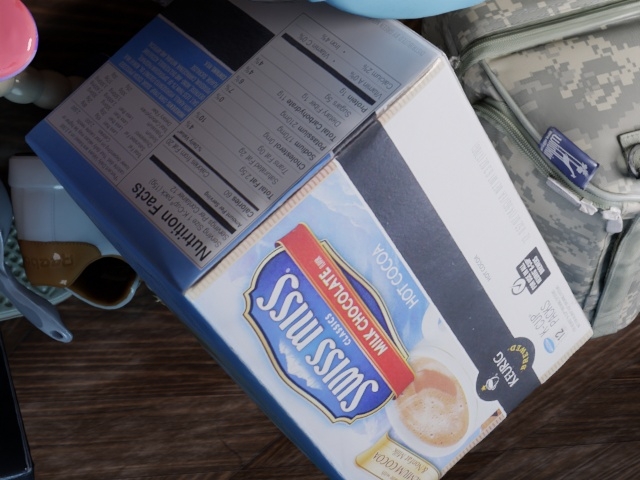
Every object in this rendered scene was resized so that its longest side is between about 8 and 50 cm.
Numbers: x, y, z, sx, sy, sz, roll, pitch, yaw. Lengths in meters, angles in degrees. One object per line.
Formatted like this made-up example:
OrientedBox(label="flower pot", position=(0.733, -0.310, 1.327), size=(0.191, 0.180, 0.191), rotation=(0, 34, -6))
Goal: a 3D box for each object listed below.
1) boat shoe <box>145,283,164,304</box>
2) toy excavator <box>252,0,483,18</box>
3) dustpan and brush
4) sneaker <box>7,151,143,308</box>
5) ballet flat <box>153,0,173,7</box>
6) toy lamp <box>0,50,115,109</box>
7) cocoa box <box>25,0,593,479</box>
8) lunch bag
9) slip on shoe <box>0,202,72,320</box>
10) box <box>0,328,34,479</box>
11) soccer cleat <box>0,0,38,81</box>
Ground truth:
OrientedBox(label="boat shoe", position=(-0.141, 0.032, 1.572), size=(0.059, 0.063, 0.170), rotation=(-12, 145, -7))
OrientedBox(label="toy excavator", position=(0.120, -0.243, 1.031), size=(0.433, 0.222, 0.445), rotation=(-15, 165, -2))
OrientedBox(label="dustpan and brush", position=(-0.270, 0.000, 1.269), size=(0.211, 0.060, 0.147), rotation=(37, 133, -14))
OrientedBox(label="sneaker", position=(-0.163, -0.010, 1.321), size=(0.106, 0.123, 0.290), rotation=(0, -177, 23))
OrientedBox(label="ballet flat", position=(-0.100, -0.204, 1.135), size=(0.041, 0.041, 0.114), rotation=(-3, 150, -30))
OrientedBox(label="toy lamp", position=(-0.223, -0.114, 1.187), size=(0.274, 0.080, 0.080), rotation=(7, 145, -44))
OrientedBox(label="cocoa box", position=(0.000, 0.000, 1.185), size=(0.228, 0.231, 0.347), rotation=(-43, 138, -7))
OrientedBox(label="lunch bag", position=(0.207, -0.079, 1.337), size=(0.212, 0.256, 0.305), rotation=(-15, 155, -7))
OrientedBox(label="slip on shoe", position=(-0.356, 0.032, 1.370), size=(0.331, 0.123, 0.101), rotation=(-10, -176, -6))
OrientedBox(label="box", position=(-0.442, 0.234, 1.601), size=(0.293, 0.212, 0.395), rotation=(-11, 154, -15))
OrientedBox(label="soccer cleat", position=(-0.294, -0.137, 1.032), size=(0.248, 0.083, 0.095), rotation=(4, 175, 5))
